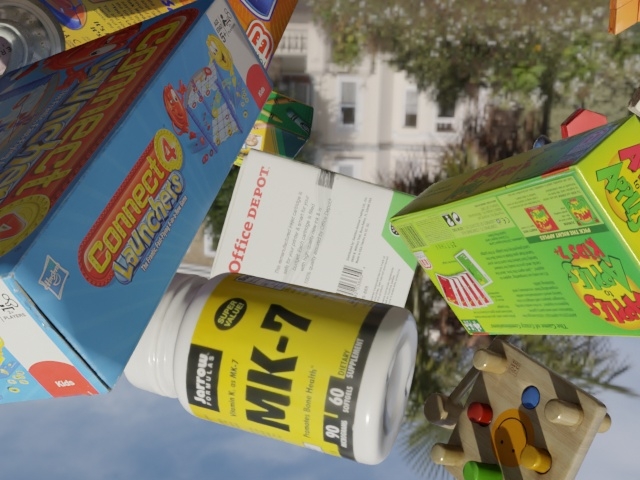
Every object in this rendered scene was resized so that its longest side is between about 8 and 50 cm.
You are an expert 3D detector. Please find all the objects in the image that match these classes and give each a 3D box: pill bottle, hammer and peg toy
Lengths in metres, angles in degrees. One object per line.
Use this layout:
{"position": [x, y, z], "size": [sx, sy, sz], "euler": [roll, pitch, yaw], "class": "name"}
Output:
{"position": [-0.039, 0.091, 0.617], "size": [0.208, 0.119, 0.119], "euler": [10, -166, 18], "class": "pill bottle"}
{"position": [0.299, 0.300, 1.347], "size": [0.127, 0.266, 0.361], "euler": [18, -170, -31], "class": "hammer and peg toy"}

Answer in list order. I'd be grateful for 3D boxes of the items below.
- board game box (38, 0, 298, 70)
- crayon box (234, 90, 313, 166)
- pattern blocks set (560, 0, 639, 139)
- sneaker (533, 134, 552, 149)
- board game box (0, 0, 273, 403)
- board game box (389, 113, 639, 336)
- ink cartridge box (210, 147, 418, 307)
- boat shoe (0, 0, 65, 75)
{"position": [-0.246, -0.447, 1.064], "size": [0.356, 0.356, 0.356], "euler": [4, 153, 35], "class": "board game box"}
{"position": [-0.173, -0.230, 1.515], "size": [0.278, 0.081, 0.165], "euler": [18, 150, -17], "class": "crayon box"}
{"position": [0.389, -0.155, 0.741], "size": [0.285, 0.325, 0.026], "euler": [21, -168, -8], "class": "pattern blocks set"}
{"position": [0.249, -0.062, 0.867], "size": [0.059, 0.053, 0.144], "euler": [-33, 147, 6], "class": "sneaker"}
{"position": [-0.218, -0.026, 0.550], "size": [0.302, 0.086, 0.308], "euler": [-12, -144, 26], "class": "board game box"}
{"position": [0.115, 0.003, 0.422], "size": [0.043, 0.092, 0.181], "euler": [-39, -172, -19], "class": "board game box"}
{"position": [0.000, 0.000, 1.210], "size": [0.289, 0.211, 0.121], "euler": [17, -179, -3], "class": "ink cartridge box"}
{"position": [-0.410, -0.142, 0.822], "size": [0.320, 0.118, 0.103], "euler": [-25, -160, 16], "class": "boat shoe"}
